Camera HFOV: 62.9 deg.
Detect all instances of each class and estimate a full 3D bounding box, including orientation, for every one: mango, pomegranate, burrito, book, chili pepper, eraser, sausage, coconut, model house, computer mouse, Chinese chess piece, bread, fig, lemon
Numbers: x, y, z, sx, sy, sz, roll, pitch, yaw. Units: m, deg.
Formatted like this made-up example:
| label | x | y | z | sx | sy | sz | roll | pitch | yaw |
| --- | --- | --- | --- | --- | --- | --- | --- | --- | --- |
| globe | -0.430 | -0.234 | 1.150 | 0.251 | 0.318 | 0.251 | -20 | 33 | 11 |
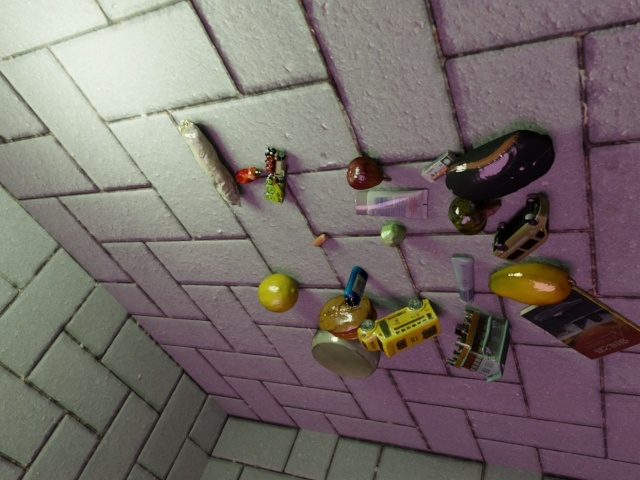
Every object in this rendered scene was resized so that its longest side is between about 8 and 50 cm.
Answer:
| label | x | y | z | sx | sy | sz | roll | pitch | yaw |
| --- | --- | --- | --- | --- | --- | --- | --- | --- | --- |
| mango | 0.737 | 0.154 | 1.842 | 0.316 | 0.119 | 0.176 | -1 | 139 | 42 |
| pomegranate | 0.492 | -0.085 | 1.672 | 0.163 | 0.126 | 0.138 | -6 | 126 | 33 |
| burrito | -0.409 | -0.285 | 1.961 | 0.117 | 0.076 | 0.392 | 27 | 154 | 46 |
| book | 0.987 | 0.316 | 1.965 | 0.373 | 0.028 | 0.262 | 32 | 140 | -9 |
| chili pepper | -0.268 | -0.243 | 1.955 | 0.191 | 0.050 | 0.059 | -5 | 138 | 49 |
| eraser | 0.375 | -0.229 | 1.642 | 0.052 | 0.029 | 0.122 | 36 | 140 | -15 |
| sausage | 0.000 | 0.000 | 2.111 | 0.034 | 0.034 | 0.083 | 37 | 140 | -16 |
| coconut | 0.261 | -0.018 | 1.913 | 0.088 | 0.088 | 0.096 | 41 | 134 | -21 |
| model house | 0.648 | 0.418 | 2.116 | 0.215 | 0.224 | 0.199 | 21 | 140 | 11 |
| computer mouse | 0.513 | -0.201 | 1.515 | 0.182 | 0.116 | 0.323 | 32 | 140 | -32 |
| Chinese chess piece | 0.127 | 0.541 | 2.595 | 0.348 | 0.147 | 0.350 | 15 | 142 | 12 |
| bread | 0.118 | 0.336 | 2.320 | 0.269 | 0.196 | 0.142 | -12 | 137 | 37 |
| fig | 0.152 | -0.206 | 1.728 | 0.119 | 0.119 | 0.153 | -14 | 139 | 39 |
| lemon | -0.197 | 0.242 | 2.390 | 0.202 | 0.178 | 0.178 | -11 | 130 | 35 |

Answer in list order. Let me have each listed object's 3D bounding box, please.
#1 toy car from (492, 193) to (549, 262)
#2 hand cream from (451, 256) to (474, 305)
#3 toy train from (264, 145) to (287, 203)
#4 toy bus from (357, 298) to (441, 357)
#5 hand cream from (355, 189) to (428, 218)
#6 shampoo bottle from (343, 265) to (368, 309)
| label | x | y | z | sx | sy | sz | roll | pitch | yaw |
| --- | --- | --- | --- | --- | --- | --- | --- | --- | --- |
| toy car | 0.657 | -0.033 | 1.667 | 0.124 | 0.101 | 0.257 | 23 | 144 | -6 |
| hand cream | 0.547 | 0.151 | 1.990 | 0.079 | 0.048 | 0.255 | -1 | 134 | 21 |
| toy train | -0.163 | -0.236 | 1.907 | 0.084 | 0.053 | 0.250 | 11 | 141 | 3 |
| toy bus | 0.328 | 0.380 | 2.189 | 0.329 | 0.152 | 0.144 | -24 | 133 | -1 |
| hand cream | 0.246 | -0.129 | 1.805 | 0.247 | 0.083 | 0.133 | 3 | 140 | 9 |
| shampoo bottle | 0.142 | 0.199 | 2.148 | 0.050 | 0.183 | 0.087 | -20 | 125 | 41 |
